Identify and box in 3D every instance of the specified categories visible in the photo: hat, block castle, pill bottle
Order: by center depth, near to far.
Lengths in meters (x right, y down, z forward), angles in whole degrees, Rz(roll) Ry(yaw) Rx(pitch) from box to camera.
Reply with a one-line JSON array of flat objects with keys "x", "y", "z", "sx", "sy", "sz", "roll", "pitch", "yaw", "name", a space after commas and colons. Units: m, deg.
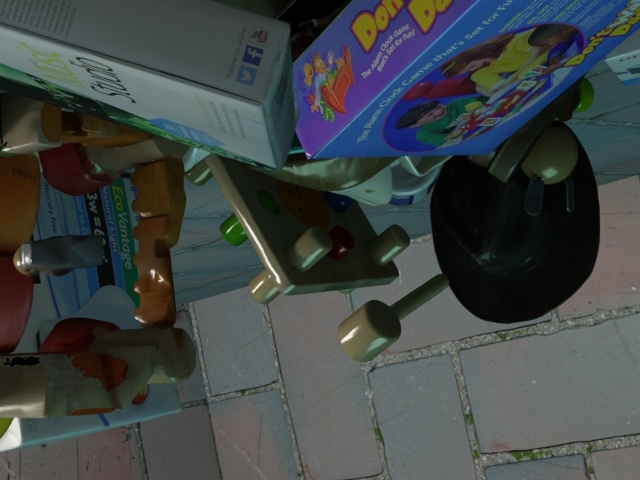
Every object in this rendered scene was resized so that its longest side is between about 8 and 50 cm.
[{"x": -0.330, "y": 0.009, "z": 1.075, "sx": 0.213, "sy": 0.303, "sz": 0.453, "roll": -7, "pitch": 173, "yaw": 38, "name": "block castle"}, {"x": 0.260, "y": -0.044, "z": 1.841, "sx": 0.331, "sy": 0.331, "sz": 0.134, "roll": -17, "pitch": 162, "yaw": 37, "name": "hat"}, {"x": 0.126, "y": -0.111, "z": 1.884, "sx": 0.112, "sy": 0.112, "sz": 0.186, "roll": -12, "pitch": 173, "yaw": 1, "name": "pill bottle"}]

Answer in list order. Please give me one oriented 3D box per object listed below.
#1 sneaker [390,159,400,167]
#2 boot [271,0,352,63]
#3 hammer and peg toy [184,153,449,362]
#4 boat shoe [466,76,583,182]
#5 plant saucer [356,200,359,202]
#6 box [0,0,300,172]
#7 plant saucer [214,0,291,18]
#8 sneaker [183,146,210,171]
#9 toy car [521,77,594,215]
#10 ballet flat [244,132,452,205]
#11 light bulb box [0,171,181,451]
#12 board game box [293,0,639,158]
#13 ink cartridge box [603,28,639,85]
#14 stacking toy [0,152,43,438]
[{"x": 0.053, "y": -0.148, "z": 1.506, "sx": 0.151, "sy": 0.094, "sz": 0.256, "roll": -15, "pitch": 166, "yaw": -27, "name": "sneaker"}, {"x": 0.000, "y": -0.182, "z": 1.106, "sx": 0.248, "sy": 0.090, "sz": 0.207, "roll": -31, "pitch": 169, "yaw": 36, "name": "boot"}, {"x": 0.000, "y": 0.000, "z": 1.579, "sx": 0.127, "sy": 0.361, "sz": 0.266, "roll": -41, "pitch": 160, "yaw": 29, "name": "hammer and peg toy"}, {"x": 0.244, "y": -0.178, "z": 1.506, "sx": 0.110, "sy": 0.104, "sz": 0.307, "roll": -61, "pitch": 170, "yaw": 30, "name": "boat shoe"}, {"x": 0.004, "y": -0.093, "z": 2.110, "sx": 0.311, "sy": 0.050, "sz": 0.310, "roll": -11, "pitch": 174, "yaw": -1, "name": "plant saucer"}, {"x": -0.174, "y": -0.130, "z": 0.798, "sx": 0.322, "sy": 0.058, "sz": 0.232, "roll": 18, "pitch": 174, "yaw": 3, "name": "box"}, {"x": -0.162, "y": -0.187, "z": 1.028, "sx": 0.278, "sy": 0.041, "sz": 0.278, "roll": -11, "pitch": 173, "yaw": -1, "name": "plant saucer"}, {"x": -0.123, "y": -0.136, "z": 1.423, "sx": 0.094, "sy": 0.080, "sz": 0.212, "roll": -22, "pitch": 180, "yaw": -38, "name": "sneaker"}, {"x": 0.305, "y": -0.127, "z": 1.729, "sx": 0.155, "sy": 0.188, "sz": 0.149, "roll": -7, "pitch": 172, "yaw": -36, "name": "toy car"}, {"x": 0.078, "y": -0.114, "z": 1.302, "sx": 0.342, "sy": 0.124, "sz": 0.116, "roll": -31, "pitch": -144, "yaw": -26, "name": "ballet flat"}, {"x": -0.399, "y": 0.099, "z": 1.671, "sx": 0.225, "sy": 0.358, "sz": 0.361, "roll": -13, "pitch": 175, "yaw": 25, "name": "light bulb box"}, {"x": 0.157, "y": -0.191, "z": 0.969, "sx": 0.233, "sy": 0.078, "sz": 0.347, "roll": -5, "pitch": 153, "yaw": -44, "name": "board game box"}, {"x": 0.388, "y": -0.241, "z": 1.378, "sx": 0.140, "sy": 0.082, "sz": 0.191, "roll": -14, "pitch": 175, "yaw": 20, "name": "ink cartridge box"}, {"x": -0.425, "y": 0.124, "z": 1.287, "sx": 0.351, "sy": 0.480, "sz": 0.350, "roll": -12, "pitch": 173, "yaw": -1, "name": "stacking toy"}]
